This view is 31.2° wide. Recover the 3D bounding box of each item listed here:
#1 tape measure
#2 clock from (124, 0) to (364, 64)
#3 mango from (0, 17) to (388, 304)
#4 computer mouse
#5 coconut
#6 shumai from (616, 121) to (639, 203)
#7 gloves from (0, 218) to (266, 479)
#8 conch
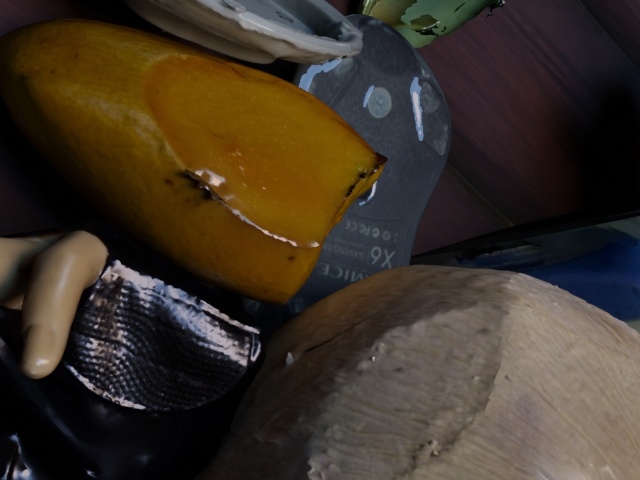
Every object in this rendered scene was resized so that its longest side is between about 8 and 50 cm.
[{"bbox_3d":[0.253,0.044,1.071,0.262,0.259,0.138,-15,94,-51],"label":"tape measure"},{"bbox_3d":[-0.081,-0.179,0.829,0.236,0.236,0.053,8,120,-45],"label":"clock"},{"bbox_3d":[-0.101,-0.066,0.783,0.257,0.138,0.187,34,31,3],"label":"mango"},{"bbox_3d":[0.000,0.000,0.938,0.167,0.090,0.379,18,81,-32],"label":"computer mouse"},{"bbox_3d":[0.096,0.193,0.752,0.346,0.360,0.346,-2,94,-26],"label":"coconut"},{"bbox_3d":[0.388,-0.090,1.239,0.283,0.217,0.346,31,61,-45],"label":"shumai"},{"bbox_3d":[-0.187,0.079,0.677,0.301,0.152,0.197,12,111,-49],"label":"gloves"},{"bbox_3d":[0.136,-0.290,1.091,0.143,0.137,0.250,29,62,-40],"label":"conch"}]
